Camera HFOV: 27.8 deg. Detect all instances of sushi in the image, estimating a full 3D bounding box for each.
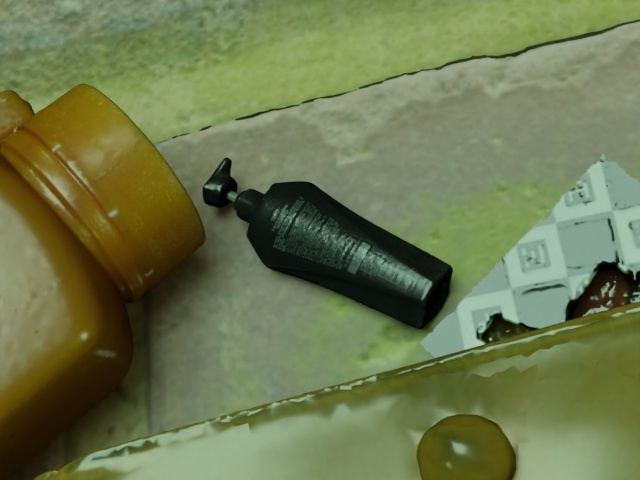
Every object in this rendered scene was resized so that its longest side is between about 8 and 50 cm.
[{"bbox_3d":[0.131,0.044,0.581,0.126,0.026,0.120,-45,70,-2],"label":"sushi"}]

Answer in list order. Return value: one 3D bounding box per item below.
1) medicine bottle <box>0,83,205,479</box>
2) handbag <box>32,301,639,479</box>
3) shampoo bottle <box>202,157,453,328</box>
[{"bbox_3d":[-0.170,0.031,0.613,0.222,0.112,0.149,-40,79,-16],"label":"medicine bottle"},{"bbox_3d":[0.096,0.175,0.479,0.401,0.133,0.283,-15,77,8],"label":"handbag"},{"bbox_3d":[0.000,0.000,0.641,0.137,0.027,0.048,26,86,24],"label":"shampoo bottle"}]
